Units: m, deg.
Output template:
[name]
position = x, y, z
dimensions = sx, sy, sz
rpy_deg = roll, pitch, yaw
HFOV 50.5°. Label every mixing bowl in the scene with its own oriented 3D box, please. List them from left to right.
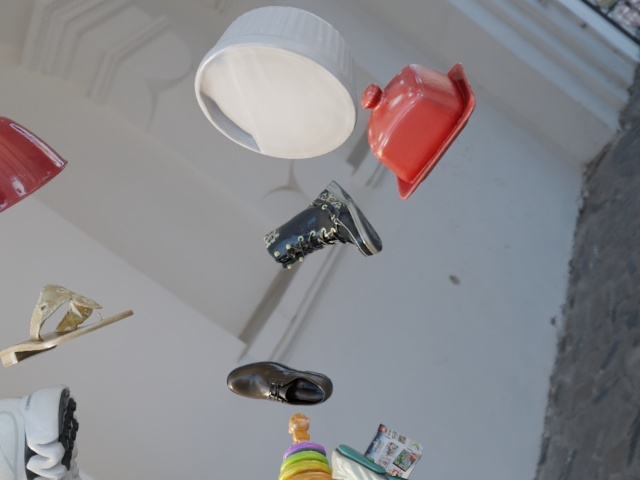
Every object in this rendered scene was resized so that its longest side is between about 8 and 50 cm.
[mixing bowl]
position = -0.418, -0.093, 0.837
dimensions = 0.182, 0.098, 0.181
rpy_deg = -22, 24, 11

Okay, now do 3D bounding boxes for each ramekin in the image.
[ramekin]
position = -0.064, -0.270, 1.145
dimensions = 0.273, 0.273, 0.127
rpy_deg = 132, 155, -55

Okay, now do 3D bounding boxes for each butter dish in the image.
[butter dish]
position = 0.107, -0.162, 0.875
dimensions = 0.160, 0.118, 0.159
rpy_deg = -56, 16, 30

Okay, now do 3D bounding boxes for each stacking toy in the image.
[stacking toy]
position = -0.038, 0.540, 1.604
dimensions = 0.175, 0.166, 0.301
rpy_deg = -35, 37, 18

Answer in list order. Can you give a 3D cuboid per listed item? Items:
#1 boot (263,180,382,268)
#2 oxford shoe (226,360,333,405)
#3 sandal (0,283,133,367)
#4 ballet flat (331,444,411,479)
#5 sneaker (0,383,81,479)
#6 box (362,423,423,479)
[boot]
position = 0.001, 0.001, 1.204
dimensions = 0.179, 0.085, 0.236
rpy_deg = -36, 31, 3
[oxford shoe]
position = -0.090, 0.302, 1.425
dimensions = 0.096, 0.227, 0.082
rpy_deg = 11, -99, -84
[sandal]
position = -0.345, 0.097, 0.871
dimensions = 0.240, 0.079, 0.088
rpy_deg = -23, -1, 33
[ballet flat]
position = 0.119, 0.468, 1.277
dimensions = 0.249, 0.086, 0.086
rpy_deg = 16, 63, 39
[sneaker]
position = -0.323, 0.290, 0.743
dimensions = 0.110, 0.119, 0.291
rpy_deg = -120, 31, -66
[box]
position = 0.143, 0.535, 1.578
dimensions = 0.206, 0.114, 0.036
rpy_deg = -65, -7, 24
